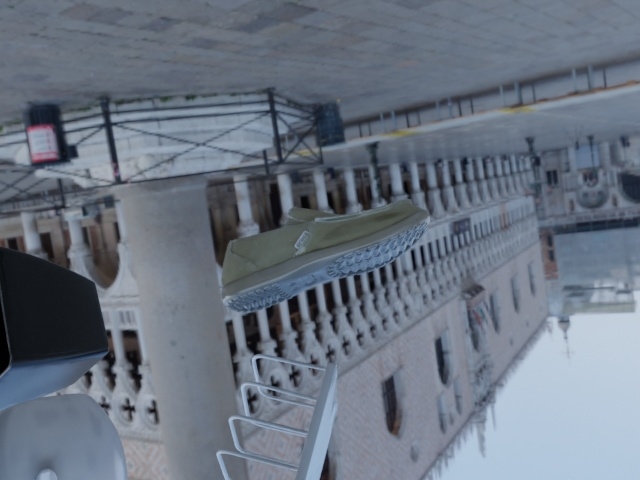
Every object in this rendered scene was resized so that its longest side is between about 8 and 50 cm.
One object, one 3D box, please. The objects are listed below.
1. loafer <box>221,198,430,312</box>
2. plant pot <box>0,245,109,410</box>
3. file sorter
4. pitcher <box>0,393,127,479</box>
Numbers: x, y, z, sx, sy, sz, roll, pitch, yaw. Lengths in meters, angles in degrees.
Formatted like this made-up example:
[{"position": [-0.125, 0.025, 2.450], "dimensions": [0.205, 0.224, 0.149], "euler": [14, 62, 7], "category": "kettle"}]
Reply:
[{"position": [0.000, 0.000, 0.736], "dimensions": [0.268, 0.092, 0.102], "euler": [-20, 160, -4], "category": "loafer"}, {"position": [-0.431, 0.140, 0.920], "dimensions": [0.187, 0.188, 0.166], "euler": [-39, 149, 30], "category": "plant pot"}, {"position": [-0.082, 0.376, 1.134], "dimensions": [0.172, 0.193, 0.278], "euler": [11, -129, 10], "category": "file sorter"}, {"position": [-0.221, 0.236, 0.515], "dimensions": [0.125, 0.207, 0.178], "euler": [-7, 157, -24], "category": "pitcher"}]
